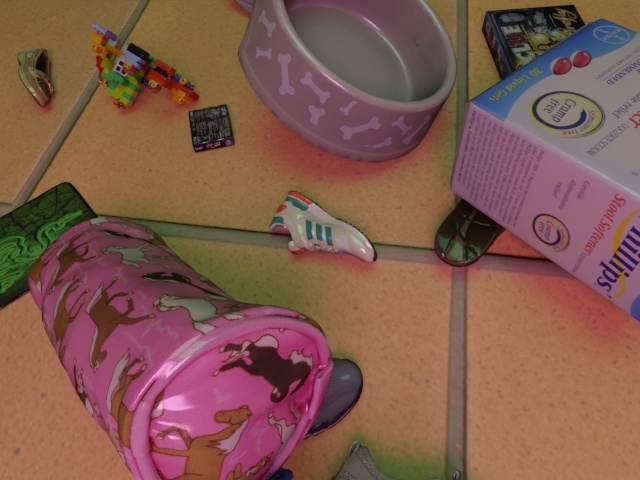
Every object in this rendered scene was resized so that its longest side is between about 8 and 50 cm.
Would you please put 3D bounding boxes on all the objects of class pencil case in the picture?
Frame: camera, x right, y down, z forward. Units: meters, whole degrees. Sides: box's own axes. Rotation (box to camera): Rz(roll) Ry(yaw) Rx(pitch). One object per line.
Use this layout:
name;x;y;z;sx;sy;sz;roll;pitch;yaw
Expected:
pencil case;-0.157;0.080;0.482;0.160;0.167;0.386;-46;37;-20

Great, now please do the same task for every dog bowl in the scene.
dog bowl;0.054;-0.293;0.760;0.349;0.102;0.348;12;61;-23

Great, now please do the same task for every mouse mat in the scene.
mouse mat;-0.419;0.002;0.729;0.190;0.007;0.152;-38;63;-19

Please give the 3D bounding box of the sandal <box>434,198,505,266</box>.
sandal;0.237;-0.037;0.691;0.090;0.060;0.219;34;68;27

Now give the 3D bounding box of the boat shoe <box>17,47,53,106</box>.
boat shoe;-0.505;-0.298;0.905;0.048;0.056;0.153;-26;52;-9

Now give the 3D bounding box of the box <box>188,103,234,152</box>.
box;-0.181;-0.187;0.835;0.067;0.018;0.083;-13;57;-6

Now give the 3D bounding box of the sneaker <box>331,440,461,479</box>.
sneaker;0.133;0.273;0.461;0.281;0.105;0.115;17;59;14

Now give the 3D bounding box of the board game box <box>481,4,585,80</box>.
board game box;0.394;-0.319;0.880;0.165;0.042;0.243;-4;56;0

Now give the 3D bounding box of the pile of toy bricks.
pile of toy bricks;-0.327;-0.277;0.864;0.212;0.118;0.105;32;96;12

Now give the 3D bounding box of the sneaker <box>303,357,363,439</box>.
sneaker;-0.058;0.174;0.541;0.224;0.098;0.083;-17;57;-8

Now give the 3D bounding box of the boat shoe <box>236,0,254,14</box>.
boat shoe;-0.057;-0.480;0.988;0.302;0.109;0.094;32;47;12

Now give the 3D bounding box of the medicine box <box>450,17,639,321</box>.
medicine box;0.356;-0.097;0.592;0.263;0.149;0.289;-34;56;-21

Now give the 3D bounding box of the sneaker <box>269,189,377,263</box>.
sneaker;0.000;0.000;0.688;0.161;0.057;0.075;34;81;21
